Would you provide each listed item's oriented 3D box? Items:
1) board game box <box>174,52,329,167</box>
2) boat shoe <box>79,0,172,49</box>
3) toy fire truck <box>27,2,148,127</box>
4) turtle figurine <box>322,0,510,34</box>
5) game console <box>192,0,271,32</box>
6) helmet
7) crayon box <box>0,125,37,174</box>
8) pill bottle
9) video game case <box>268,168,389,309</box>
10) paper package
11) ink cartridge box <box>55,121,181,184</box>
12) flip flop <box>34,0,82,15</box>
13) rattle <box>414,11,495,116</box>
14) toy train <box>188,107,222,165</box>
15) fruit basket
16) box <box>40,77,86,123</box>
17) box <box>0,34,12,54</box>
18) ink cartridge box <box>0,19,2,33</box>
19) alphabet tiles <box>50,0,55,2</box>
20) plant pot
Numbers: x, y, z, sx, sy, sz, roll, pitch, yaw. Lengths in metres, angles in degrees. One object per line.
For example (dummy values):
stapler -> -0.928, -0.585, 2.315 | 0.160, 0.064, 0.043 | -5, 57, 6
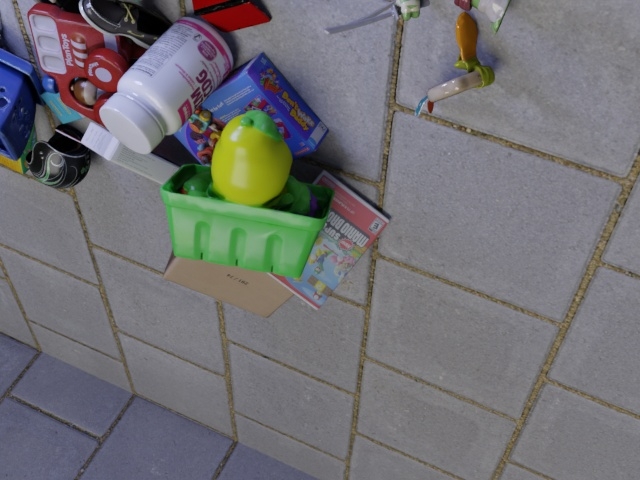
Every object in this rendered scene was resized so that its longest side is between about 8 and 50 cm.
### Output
board game box -> -0.180, -0.265, 1.898 | 0.347, 0.078, 0.233 | -17, 122, 47
boat shoe -> -0.411, -0.476, 1.744 | 0.069, 0.081, 0.228 | -17, 167, 31
toy fire truck -> -0.530, -0.396, 1.885 | 0.254, 0.169, 0.302 | 13, 141, 6
turtle figurine -> 0.176, -0.404, 1.381 | 0.266, 0.274, 0.198 | 23, 178, 5
game console -> -0.187, -0.501, 1.680 | 0.144, 0.085, 0.124 | -2, 101, 37
helmet -> -0.731, -0.225, 2.278 | 0.169, 0.169, 0.161 | 34, 128, -3
crayon box -> -0.915, -0.334, 2.349 | 0.165, 0.081, 0.278 | 27, 144, 6
pill bottle -> -0.327, -0.328, 1.735 | 0.160, 0.283, 0.160 | 30, 156, 15
video game case -> 0.000, 0.000, 1.964 | 0.204, 0.025, 0.285 | 37, 100, -8
paper package -> -0.210, 0.041, 2.142 | 0.325, 0.168, 0.309 | 23, 148, -16
ink cartridge box -> -0.481, -0.217, 2.069 | 0.261, 0.066, 0.296 | 28, -179, 38
flip flop -> -0.621, -0.586, 1.834 | 0.080, 0.112, 0.277 | 26, 152, 35
rattle -> 0.229, -0.323, 1.543 | 0.142, 0.130, 0.200 | 54, 166, -12
toy train -> -0.278, -0.236, 1.895 | 0.125, 0.046, 0.166 | -3, 132, 38
fruit basket -> -0.153, -0.125, 1.789 | 0.392, 0.283, 0.392 | 2, 110, 5
box -> -0.607, -0.373, 2.096 | 0.244, 0.060, 0.100 | -6, 130, 40
box -> -0.885, -0.526, 2.118 | 0.162, 0.029, 0.116 | 24, 163, 8
ink cartridge box -> -0.841, -0.560, 2.073 | 0.048, 0.028, 0.083 | 28, 144, 6
alphabet tiles -> -0.571, -0.654, 1.618 | 0.342, 0.011, 0.285 | 42, 130, 29
plant pot -> -0.851, -0.373, 2.099 | 0.236, 0.212, 0.236 | 26, 163, -1
